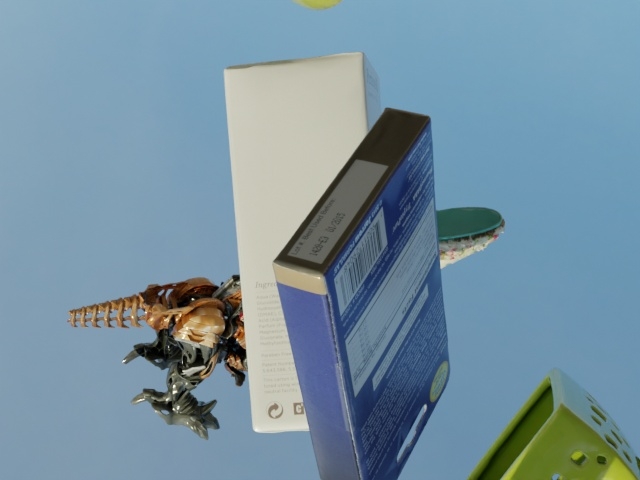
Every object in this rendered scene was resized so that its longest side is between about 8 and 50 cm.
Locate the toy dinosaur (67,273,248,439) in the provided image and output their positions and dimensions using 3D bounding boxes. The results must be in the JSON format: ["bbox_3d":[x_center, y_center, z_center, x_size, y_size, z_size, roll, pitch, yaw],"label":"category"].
[{"bbox_3d":[-0.159,0.114,1.412,0.321,0.218,0.164,22,-145,-9],"label":"toy dinosaur"}]

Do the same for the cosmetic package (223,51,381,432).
[{"bbox_3d":[0.000,0.000,1.194,0.156,0.385,0.217,-3,-177,7],"label":"cosmetic package"}]

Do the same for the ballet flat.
[{"bbox_3d":[0.124,0.007,1.431,0.240,0.077,0.091,-7,-145,-4],"label":"ballet flat"}]

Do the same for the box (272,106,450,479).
[{"bbox_3d":[0.033,0.052,0.642,0.036,0.225,0.136,13,-133,25],"label":"box"}]

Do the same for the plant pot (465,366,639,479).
[{"bbox_3d":[0.323,0.329,1.396,0.207,0.228,0.227,35,-168,5],"label":"plant pot"}]

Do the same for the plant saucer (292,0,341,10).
[{"bbox_3d":[-0.027,-0.344,1.052,0.037,0.241,0.241,-15,-143,-29],"label":"plant saucer"}]
